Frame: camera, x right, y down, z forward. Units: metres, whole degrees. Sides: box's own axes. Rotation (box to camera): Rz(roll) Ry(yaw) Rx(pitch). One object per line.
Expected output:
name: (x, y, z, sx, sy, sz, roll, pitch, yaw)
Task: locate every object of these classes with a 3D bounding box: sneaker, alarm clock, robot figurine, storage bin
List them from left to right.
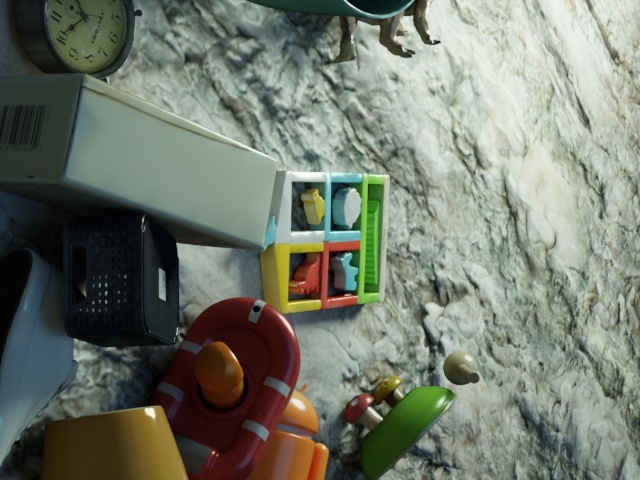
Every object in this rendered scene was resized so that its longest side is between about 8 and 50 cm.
sneaker: (-0.308, 0.162, 1.236, 0.123, 0.105, 0.290, 40, 61, -45)
alarm clock: (-0.271, -0.242, 1.277, 0.192, 0.064, 0.129, 38, 64, -51)
storage bin: (-0.207, 0.047, 1.291, 0.180, 0.084, 0.122, 59, 28, -79)
robot figurine: (-0.073, 0.277, 1.548, 0.128, 0.158, 0.220, 66, 36, -75)

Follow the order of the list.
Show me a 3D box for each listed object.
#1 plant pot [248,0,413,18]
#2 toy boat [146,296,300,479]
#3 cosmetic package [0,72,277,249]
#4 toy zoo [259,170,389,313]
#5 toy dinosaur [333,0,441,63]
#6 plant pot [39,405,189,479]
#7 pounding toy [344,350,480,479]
plant pot: (-0.031, -0.404, 1.439, 0.293, 0.235, 0.293, -8, 99, -53)
toy boat: (-0.115, 0.166, 1.435, 0.151, 0.151, 0.231, 94, 20, -61)
cosmetic package: (-0.205, -0.078, 1.306, 0.309, 0.160, 0.113, 19, 78, -54)
toy zoo: (0.000, 0.000, 1.696, 0.293, 0.030, 0.192, -3, 97, -53)
toy dinosaur: (0.088, -0.364, 1.702, 0.295, 0.127, 0.200, -30, 118, -43)
plant pot: (-0.221, 0.280, 1.311, 0.205, 0.205, 0.188, 2, 77, -53)
pounding toy: (0.121, 0.239, 1.809, 0.237, 0.110, 0.183, -46, 173, 5)
